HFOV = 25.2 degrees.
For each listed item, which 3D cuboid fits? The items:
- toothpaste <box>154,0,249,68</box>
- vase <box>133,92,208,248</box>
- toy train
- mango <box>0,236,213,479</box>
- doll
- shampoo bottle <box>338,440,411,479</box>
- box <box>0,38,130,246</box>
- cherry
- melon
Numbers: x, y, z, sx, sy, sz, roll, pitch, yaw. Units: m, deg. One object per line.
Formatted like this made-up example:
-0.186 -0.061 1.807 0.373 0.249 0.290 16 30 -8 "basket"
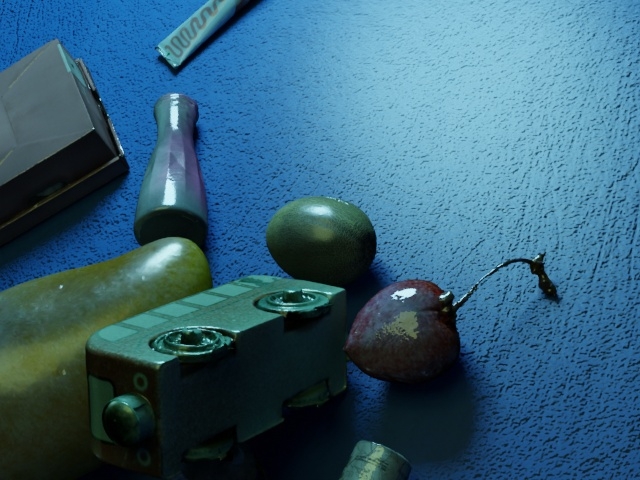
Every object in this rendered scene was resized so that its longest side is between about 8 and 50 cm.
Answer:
-0.129 -0.307 1.878 0.205 0.036 0.056 -42 50 -2 "toothpaste"
-0.175 -0.085 1.710 0.086 0.086 0.214 -17 46 15 "vase"
-0.104 0.122 1.379 0.159 0.129 0.326 7 17 36 "toy train"
-0.273 0.135 1.512 0.384 0.199 0.221 -36 49 -3 "mango"
-0.137 0.285 1.390 0.221 0.115 0.105 -56 17 -17 "doll"
0.016 0.288 1.343 0.065 0.065 0.204 13 63 33 "shampoo bottle"
-0.375 -0.129 1.834 0.215 0.086 0.215 -30 49 3 "box"
0.131 0.081 1.431 0.225 0.090 0.107 -17 51 2 "cherry"
0.000 0.000 1.544 0.130 0.098 0.098 14 64 33 "melon"
